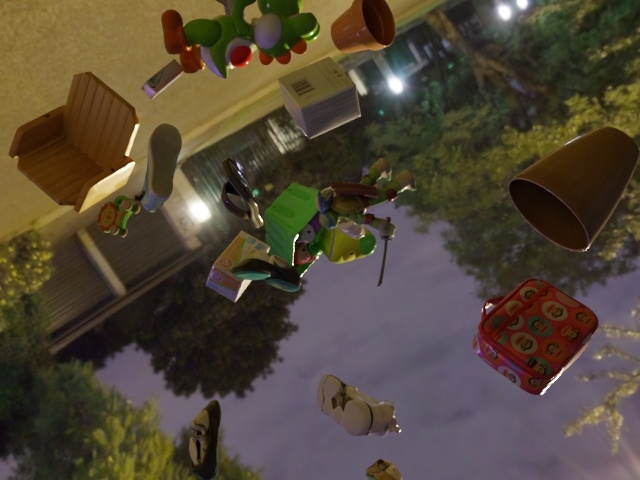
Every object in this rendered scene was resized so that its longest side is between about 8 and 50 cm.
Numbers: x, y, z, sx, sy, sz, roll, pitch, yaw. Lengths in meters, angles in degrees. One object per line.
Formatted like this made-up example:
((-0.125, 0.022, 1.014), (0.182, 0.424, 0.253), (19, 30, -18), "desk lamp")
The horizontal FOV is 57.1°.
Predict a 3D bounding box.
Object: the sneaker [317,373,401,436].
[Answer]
((0.139, 0.620, 2.184), (0.365, 0.210, 0.138), (26, -84, 61), "sneaker")

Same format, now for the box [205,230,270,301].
((-0.263, 0.080, 1.881), (0.103, 0.114, 0.203), (-64, 177, 40), "box")

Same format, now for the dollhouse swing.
((-0.851, -0.355, 2.040), (0.315, 0.346, 0.305), (-45, 172, -40), "dollhouse swing")

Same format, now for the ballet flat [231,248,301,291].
((-0.166, 0.086, 1.781), (0.095, 0.096, 0.280), (-17, 156, 32), "ballet flat")

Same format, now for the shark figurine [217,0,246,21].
((-0.242, -0.759, 1.736), (0.116, 0.166, 0.278), (24, -88, 62), "shark figurine")

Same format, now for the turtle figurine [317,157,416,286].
((0.119, -0.070, 1.536), (0.266, 0.275, 0.197), (-40, -164, -19), "turtle figurine")

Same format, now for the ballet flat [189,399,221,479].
((-0.273, 0.457, 1.379), (0.074, 0.074, 0.203), (-30, -139, 22), "ballet flat")

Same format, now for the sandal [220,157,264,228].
((-0.223, -0.108, 1.610), (0.086, 0.120, 0.303), (-20, 153, -5), "sandal")

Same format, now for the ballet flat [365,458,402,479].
((0.173, 0.618, 1.543), (0.073, 0.080, 0.232), (-46, -178, -14), "ballet flat")

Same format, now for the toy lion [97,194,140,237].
((-0.466, -0.059, 1.336), (0.100, 0.096, 0.034), (-59, 147, 5), "toy lion")

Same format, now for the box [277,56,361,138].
((-0.003, -0.424, 1.742), (0.181, 0.119, 0.181), (-26, -130, -8), "box")

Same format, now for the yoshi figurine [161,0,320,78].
((-0.184, -0.527, 1.409), (0.361, 0.203, 0.204), (-6, -145, 8), "yoshi figurine")

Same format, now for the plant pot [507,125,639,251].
((0.625, -0.146, 1.403), (0.254, 0.237, 0.237), (-44, -171, -4), "plant pot")

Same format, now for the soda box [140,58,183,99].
((-0.621, -0.638, 2.323), (0.058, 0.063, 0.183), (-23, -154, 52), "soda box")

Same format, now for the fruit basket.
((0.000, 0.000, 2.146), (0.283, 0.392, 0.392), (-48, -166, -26), "fruit basket")

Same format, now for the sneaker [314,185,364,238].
((0.060, -0.075, 1.767), (0.090, 0.115, 0.232), (-36, -139, 4), "sneaker")

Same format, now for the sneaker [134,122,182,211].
((-0.474, -0.208, 1.702), (0.151, 0.094, 0.256), (-37, -135, 51), "sneaker")

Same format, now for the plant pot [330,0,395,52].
((0.148, -0.800, 2.213), (0.187, 0.205, 0.205), (-11, -159, 42), "plant pot")

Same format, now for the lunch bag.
((0.542, 0.231, 1.529), (0.293, 0.258, 0.120), (-32, 144, -31), "lunch bag")
